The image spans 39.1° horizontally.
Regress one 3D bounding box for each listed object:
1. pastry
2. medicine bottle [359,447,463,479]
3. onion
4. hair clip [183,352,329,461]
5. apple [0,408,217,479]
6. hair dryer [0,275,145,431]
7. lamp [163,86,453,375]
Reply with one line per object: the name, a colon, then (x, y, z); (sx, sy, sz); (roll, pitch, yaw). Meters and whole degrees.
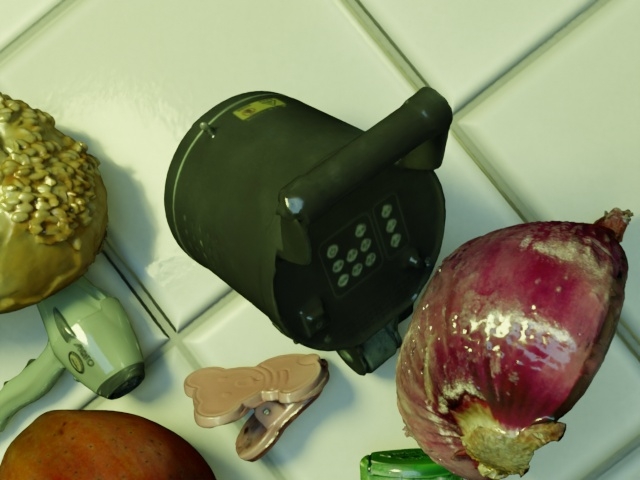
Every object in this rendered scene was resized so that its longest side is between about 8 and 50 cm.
pastry: (-0.380, -0.040, 0.937); (0.311, 0.162, 0.255); (-21, 61, -19)
medicine bottle: (0.098, 0.357, 0.927); (0.134, 0.133, 0.274); (-3, 85, 6)
onion: (0.186, 0.059, 0.889); (0.159, 0.267, 0.348); (31, 48, 5)
hair clip: (-0.068, 0.159, 0.973); (0.138, 0.123, 0.102); (-44, 112, 7)
apple: (-0.224, 0.274, 0.921); (0.234, 0.234, 0.233); (0, 86, 6)
hair dryer: (-0.343, 0.105, 1.028); (0.267, 0.092, 0.229); (-24, 76, 14)
lamp: (-0.027, -0.036, 0.888); (0.205, 0.374, 0.272); (-38, 60, -19)
